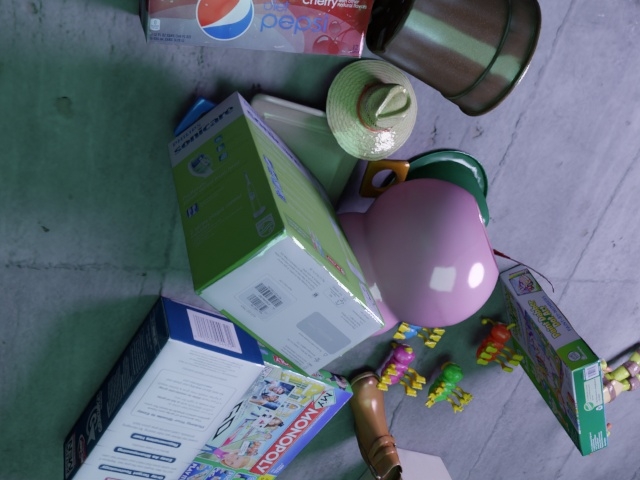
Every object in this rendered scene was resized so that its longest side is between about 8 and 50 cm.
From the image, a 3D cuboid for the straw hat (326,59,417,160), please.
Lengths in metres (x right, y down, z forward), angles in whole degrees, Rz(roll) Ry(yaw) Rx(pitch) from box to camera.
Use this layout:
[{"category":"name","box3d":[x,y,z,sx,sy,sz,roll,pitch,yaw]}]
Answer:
[{"category":"straw hat","box3d":[0.084,-0.177,1.003,0.144,0.061,0.144,-1,93,-28]}]

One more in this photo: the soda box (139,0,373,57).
[{"category":"soda box","box3d":[-0.075,-0.280,0.896,0.263,0.083,0.092,-1,126,-20]}]

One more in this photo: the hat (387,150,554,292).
[{"category":"hat","box3d":[0.215,-0.017,1.131,0.208,0.183,0.173,-14,128,-10]}]

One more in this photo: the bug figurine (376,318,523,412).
[{"category":"bug figurine","box3d":[0.214,0.199,1.365,0.279,0.072,0.216,21,113,-29]}]

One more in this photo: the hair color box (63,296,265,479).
[{"category":"hair color box","box3d":[-0.258,0.266,1.222,0.174,0.105,0.347,23,114,-32]}]

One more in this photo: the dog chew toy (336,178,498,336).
[{"category":"dog chew toy","box3d":[0.071,0.043,1.062,0.332,0.206,0.206,-19,131,14]}]

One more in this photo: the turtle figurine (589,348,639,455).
[{"category":"turtle figurine","box3d":[0.598,0.312,1.581,0.217,0.087,0.269,-26,122,-10]}]

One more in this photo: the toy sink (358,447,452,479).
[{"category":"toy sink","box3d":[0.193,0.550,1.516,0.153,0.234,0.131,19,116,-32]}]

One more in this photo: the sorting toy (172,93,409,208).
[{"category":"sorting toy","box3d":[-0.043,-0.107,1.063,0.348,0.047,0.196,12,125,-27]}]

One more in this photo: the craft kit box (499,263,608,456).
[{"category":"craft kit box","box3d":[0.405,0.206,1.329,0.061,0.246,0.250,-22,129,0]}]

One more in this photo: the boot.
[{"category":"boot","box3d":[0.105,0.346,1.383,0.073,0.152,0.197,-15,129,-9]}]

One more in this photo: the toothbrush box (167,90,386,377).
[{"category":"toothbrush box","box3d":[-0.059,-0.012,0.913,0.122,0.283,0.206,-34,132,13]}]

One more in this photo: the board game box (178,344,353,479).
[{"category":"board game box","box3d":[-0.120,0.335,1.364,0.213,0.046,0.317,26,113,-32]}]

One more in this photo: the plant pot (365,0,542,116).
[{"category":"plant pot","box3d":[0.156,-0.262,0.954,0.165,0.167,0.167,19,117,-21]}]
